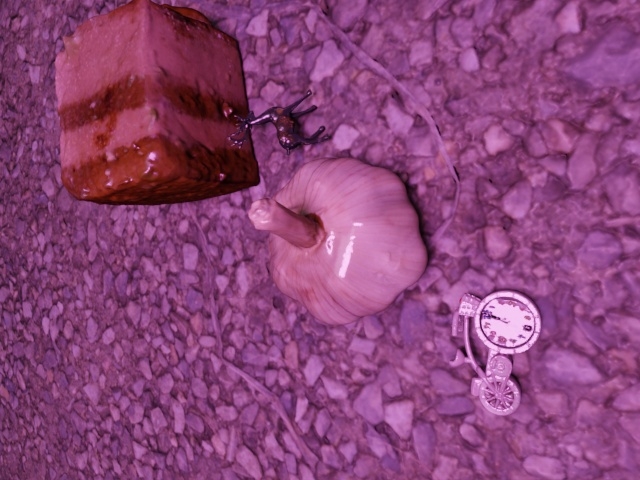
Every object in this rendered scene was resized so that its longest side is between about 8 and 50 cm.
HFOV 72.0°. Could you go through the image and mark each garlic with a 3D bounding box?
[{"bbox_3d":[0.000,0.000,0.463,0.199,0.226,0.199,-1,87,28],"label":"garlic"}]

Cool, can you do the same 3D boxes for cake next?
[{"bbox_3d":[-0.222,-0.197,0.602,0.196,0.198,0.293,-7,88,33],"label":"cake"}]

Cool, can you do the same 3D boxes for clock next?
[{"bbox_3d":[0.182,0.114,0.466,0.087,0.041,0.129,7,91,26],"label":"clock"}]

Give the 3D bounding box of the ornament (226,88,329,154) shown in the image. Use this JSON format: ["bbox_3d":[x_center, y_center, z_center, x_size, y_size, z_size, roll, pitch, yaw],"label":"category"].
[{"bbox_3d":[-0.058,-0.142,0.567,0.125,0.028,0.073,-18,83,-4],"label":"ornament"}]
